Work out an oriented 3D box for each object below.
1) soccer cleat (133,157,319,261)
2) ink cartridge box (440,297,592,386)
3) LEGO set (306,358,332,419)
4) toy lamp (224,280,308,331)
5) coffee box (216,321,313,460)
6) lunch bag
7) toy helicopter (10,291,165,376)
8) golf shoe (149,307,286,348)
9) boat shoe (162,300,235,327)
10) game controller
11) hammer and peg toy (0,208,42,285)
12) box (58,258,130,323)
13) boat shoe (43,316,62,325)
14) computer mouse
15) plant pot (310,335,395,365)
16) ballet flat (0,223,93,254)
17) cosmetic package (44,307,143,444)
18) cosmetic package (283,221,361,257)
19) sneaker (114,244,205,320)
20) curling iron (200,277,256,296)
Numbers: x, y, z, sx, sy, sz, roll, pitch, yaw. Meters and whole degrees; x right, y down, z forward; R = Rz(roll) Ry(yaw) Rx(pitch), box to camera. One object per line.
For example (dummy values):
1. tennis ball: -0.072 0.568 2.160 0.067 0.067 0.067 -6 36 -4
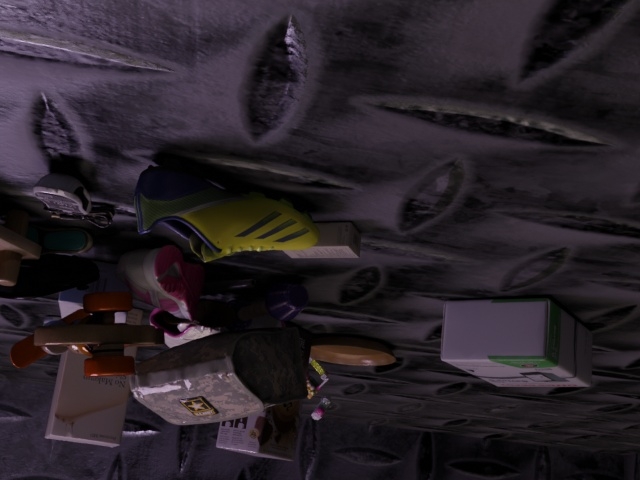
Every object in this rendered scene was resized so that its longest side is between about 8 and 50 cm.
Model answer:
1. soccer cleat: -0.128 -0.018 1.257 0.289 0.121 0.093 19 158 -35
2. ink cartridge box: 0.392 0.206 1.785 0.211 0.121 0.289 -5 160 32
3. LEGO set: -0.082 0.347 2.418 0.287 0.132 0.107 32 141 -5
4. toy lamp: -0.108 0.129 1.790 0.080 0.080 0.275 15 163 -27
5. coffee box: -0.123 0.339 2.079 0.119 0.297 0.168 0 163 28
6. lunch bag: -0.192 0.258 1.735 0.235 0.169 0.287 -13 171 25
7. toy helicopter: -0.400 0.180 1.669 0.235 0.140 0.355 -6 172 14
8. golf shoe: -0.228 0.190 1.962 0.306 0.115 0.140 -2 157 20
9. boat shoe: -0.240 0.145 1.836 0.152 0.056 0.049 4 -176 13
10. game controller: -0.535 0.063 1.602 0.319 0.067 0.166 3 -158 41
11. hammer and peg toy: -0.620 -0.032 1.362 0.266 0.127 0.361 0 161 19
12. box: -0.439 0.105 1.790 0.130 0.091 0.170 9 161 -11
13. boat shoe: -0.615 0.257 2.336 0.079 0.081 0.227 -9 157 39
14. computer mouse: -0.365 -0.064 1.328 0.106 0.042 0.193 12 168 -3
15. plant pot: 0.068 0.269 2.236 0.236 0.032 0.236 5 161 2
16. ballet flat: -0.469 0.003 1.548 0.168 0.057 0.052 6 172 1
17. cosmetic package: -0.511 0.301 2.066 0.160 0.309 0.113 12 160 -20
18. cosmetic package: 0.000 0.000 1.403 0.115 0.041 0.060 0 162 19
19. sneaker: -0.287 0.071 1.646 0.111 0.103 0.252 6 157 16
20. curling iron: -0.229 0.094 1.786 0.274 0.035 0.068 -13 168 40
